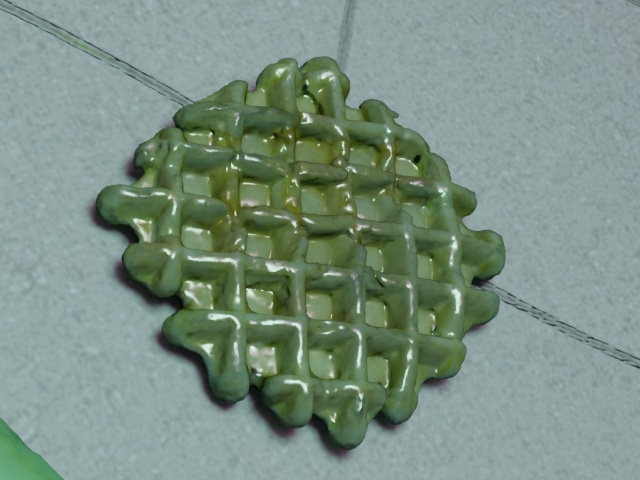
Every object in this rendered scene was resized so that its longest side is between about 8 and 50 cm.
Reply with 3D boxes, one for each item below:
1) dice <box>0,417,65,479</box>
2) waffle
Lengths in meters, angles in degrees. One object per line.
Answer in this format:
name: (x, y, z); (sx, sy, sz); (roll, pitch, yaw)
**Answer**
dice: (-0.264, 0.258, 0.765); (0.330, 0.318, 0.322); (45, 52, 0)
waffle: (0.000, 0.000, 1.224); (0.292, 0.056, 0.309); (49, 51, 4)
